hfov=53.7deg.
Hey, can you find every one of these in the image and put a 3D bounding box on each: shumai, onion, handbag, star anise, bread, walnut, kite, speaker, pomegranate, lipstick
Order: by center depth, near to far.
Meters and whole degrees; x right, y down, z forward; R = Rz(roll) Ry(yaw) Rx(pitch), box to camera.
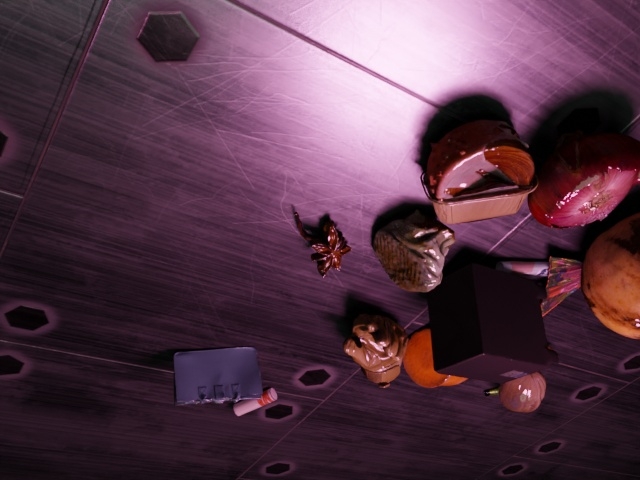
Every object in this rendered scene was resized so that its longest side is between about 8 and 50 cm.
[{"bbox_3d":[0.314,-0.129,1.241,0.224,0.142,0.212,-10,141,-1],"label":"bread"},{"bbox_3d":[0.536,-0.125,1.283,0.248,0.161,0.248,-5,141,-4],"label":"onion"},{"bbox_3d":[0.000,0.000,1.368,0.097,0.070,0.191,-41,135,-8],"label":"star anise"},{"bbox_3d":[0.215,0.014,1.412,0.142,0.184,0.184,-31,144,-24],"label":"shumai"},{"bbox_3d":[0.776,0.081,1.471,0.322,0.322,0.322,-7,138,-6],"label":"pomegranate"},{"bbox_3d":[0.411,0.207,1.541,0.254,0.232,0.184,14,150,-28],"label":"speaker"},{"bbox_3d":[-0.265,0.349,1.619,0.221,0.144,0.057,1,138,-15],"label":"handbag"},{"bbox_3d":[0.641,0.107,1.652,0.234,0.016,0.321,-22,145,-3],"label":"kite"},{"bbox_3d":[-0.191,0.472,1.847,0.130,0.038,0.038,-26,136,15],"label":"lipstick"},{"bbox_3d":[0.623,0.457,1.951,0.140,0.140,0.162,4,145,-17],"label":"walnut"}]

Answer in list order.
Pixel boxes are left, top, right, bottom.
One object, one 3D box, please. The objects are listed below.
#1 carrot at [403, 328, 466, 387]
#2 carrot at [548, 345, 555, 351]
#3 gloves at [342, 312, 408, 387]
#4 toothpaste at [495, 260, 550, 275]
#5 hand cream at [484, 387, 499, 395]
[{"bbox_3d":[0.363,0.327,1.763,0.225,0.159,0.159,10,135,-43],"label":"carrot"},{"bbox_3d":[0.562,0.348,1.880,0.271,0.066,0.062,-11,94,2],"label":"carrot"},{"bbox_3d":[0.149,0.268,1.635,0.154,0.141,0.331,9,151,15],"label":"gloves"},{"bbox_3d":[0.536,0.071,1.588,0.205,0.036,0.056,2,138,-21],"label":"toothpaste"},{"bbox_3d":[0.594,0.486,2.054,0.122,0.023,0.036,-16,149,6],"label":"hand cream"}]
